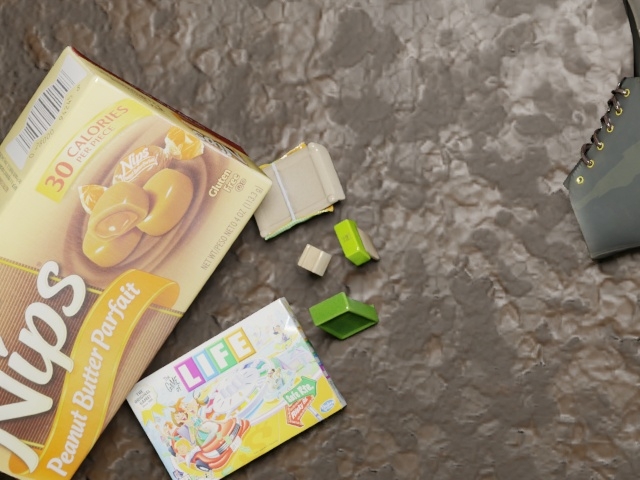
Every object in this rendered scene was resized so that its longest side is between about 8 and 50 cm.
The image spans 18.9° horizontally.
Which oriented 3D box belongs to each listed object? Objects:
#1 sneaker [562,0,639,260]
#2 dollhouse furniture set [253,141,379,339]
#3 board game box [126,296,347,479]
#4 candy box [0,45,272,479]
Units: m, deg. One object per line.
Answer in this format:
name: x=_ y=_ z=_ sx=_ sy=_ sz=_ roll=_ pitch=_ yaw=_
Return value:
sneaker: x=0.236 y=-0.097 z=1.495 sx=0.118 sy=0.083 sz=0.222 roll=-13 pitch=91 yaw=10
dollhouse furniture set: x=0.000 y=0.000 z=1.566 sx=0.076 sy=0.058 sz=0.152 roll=-28 pitch=68 yaw=16
board game box: x=-0.071 y=0.129 z=1.578 sx=0.154 sy=0.026 sz=0.103 roll=-31 pitch=86 yaw=9
candy box: x=-0.204 y=0.028 z=1.523 sx=0.183 sy=0.087 sz=0.316 roll=31 pitch=98 yaw=-31
